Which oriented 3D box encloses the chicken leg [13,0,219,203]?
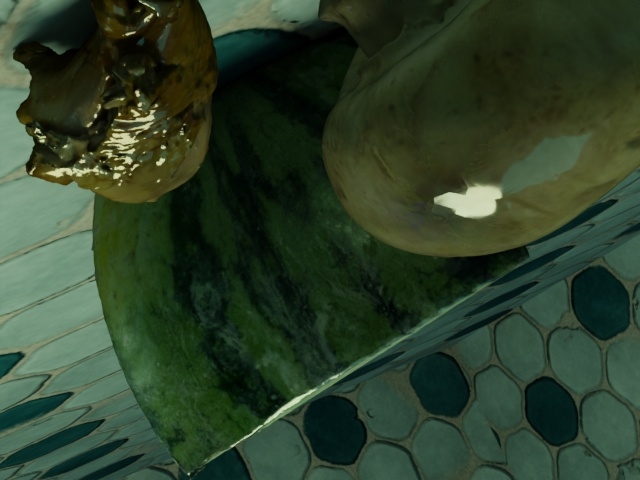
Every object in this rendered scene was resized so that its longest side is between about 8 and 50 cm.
[{"bbox_3d":[-0.095,-0.088,0.678,0.101,0.085,0.207,-8,156,-14],"label":"chicken leg"}]

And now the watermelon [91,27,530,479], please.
[{"bbox_3d":[0.000,0.000,0.928,0.262,0.212,0.201,-28,169,17],"label":"watermelon"}]

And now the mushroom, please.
[{"bbox_3d":[0.093,-0.105,0.721,0.254,0.184,0.255,-60,-169,20],"label":"mushroom"}]
